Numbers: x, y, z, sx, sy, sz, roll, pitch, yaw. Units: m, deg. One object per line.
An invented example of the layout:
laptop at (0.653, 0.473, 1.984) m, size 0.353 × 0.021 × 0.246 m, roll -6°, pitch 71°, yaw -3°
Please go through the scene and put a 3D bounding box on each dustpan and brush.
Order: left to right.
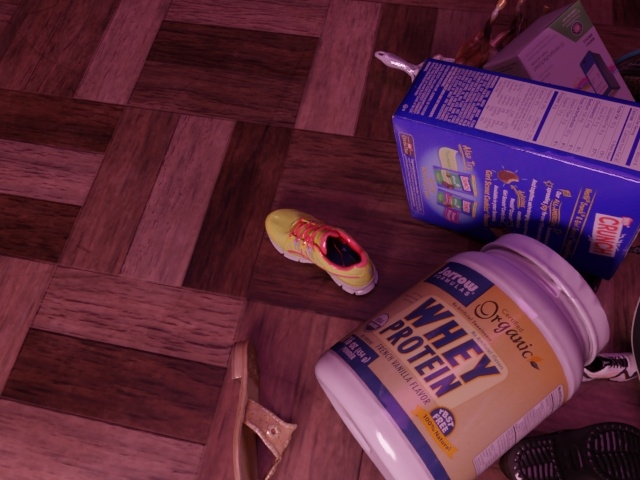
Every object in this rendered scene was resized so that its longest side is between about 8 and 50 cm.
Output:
dustpan and brush at (0.194, -0.288, 1.006) m, size 0.211 × 0.060 × 0.147 m, roll 23°, pitch 69°, yaw 14°

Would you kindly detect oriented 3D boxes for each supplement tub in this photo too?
supplement tub at (0.177, 0.156, 0.711) m, size 0.316 × 0.228 × 0.228 m, roll -35°, pitch 68°, yaw -12°

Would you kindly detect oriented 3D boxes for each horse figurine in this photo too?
horse figurine at (0.290, -0.329, 0.947) m, size 0.066 × 0.175 × 0.263 m, roll 46°, pitch 40°, yaw 21°

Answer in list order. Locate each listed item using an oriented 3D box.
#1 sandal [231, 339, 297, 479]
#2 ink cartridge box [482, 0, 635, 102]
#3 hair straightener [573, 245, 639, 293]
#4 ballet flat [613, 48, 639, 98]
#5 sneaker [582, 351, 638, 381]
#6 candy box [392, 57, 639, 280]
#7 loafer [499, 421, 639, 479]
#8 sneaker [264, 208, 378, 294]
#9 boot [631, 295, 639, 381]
sandal at (-0.072, 0.247, 0.764) m, size 0.079 × 0.088 × 0.240 m, roll -11°, pitch 60°, yaw 5°
ink cartridge box at (0.390, -0.243, 0.899) m, size 0.154 × 0.093 × 0.212 m, roll -41°, pitch 107°, yaw -13°
hair straightener at (0.457, -0.004, 0.872) m, size 0.089 × 0.047 × 0.230 m, roll 28°, pitch 66°, yaw 15°
ballet flat at (0.734, -0.287, 0.929) m, size 0.482 × 0.164 × 0.182 m, roll -18°, pitch 85°, yaw -6°
sneaker at (0.409, 0.177, 0.786) m, size 0.109 × 0.044 × 0.040 m, roll -8°, pitch 63°, yaw -2°
candy box at (0.279, -0.092, 0.772) m, size 0.317 × 0.268 × 0.122 m, roll 22°, pitch 71°, yaw 24°
loafer at (0.330, 0.279, 0.728) m, size 0.219 × 0.078 × 0.080 m, roll 4°, pitch 71°, yaw -13°
sneaker at (0.000, 0.000, 0.870) m, size 0.208 × 0.094 × 0.082 m, roll 29°, pitch 72°, yaw 17°
boot at (0.525, 0.171, 0.737) m, size 0.176 × 0.088 × 0.245 m, roll -7°, pitch 87°, yaw 0°
